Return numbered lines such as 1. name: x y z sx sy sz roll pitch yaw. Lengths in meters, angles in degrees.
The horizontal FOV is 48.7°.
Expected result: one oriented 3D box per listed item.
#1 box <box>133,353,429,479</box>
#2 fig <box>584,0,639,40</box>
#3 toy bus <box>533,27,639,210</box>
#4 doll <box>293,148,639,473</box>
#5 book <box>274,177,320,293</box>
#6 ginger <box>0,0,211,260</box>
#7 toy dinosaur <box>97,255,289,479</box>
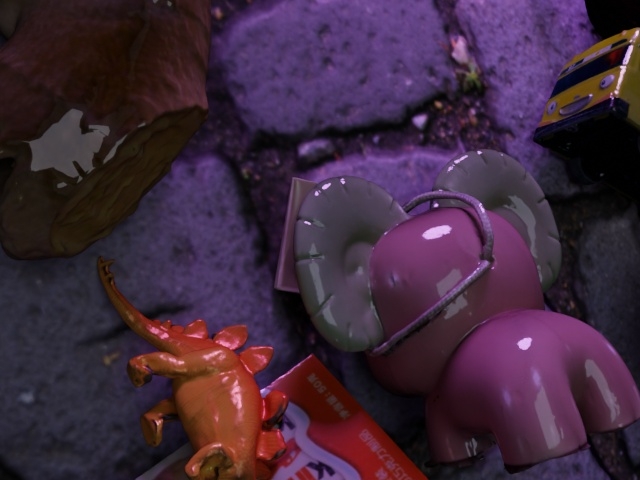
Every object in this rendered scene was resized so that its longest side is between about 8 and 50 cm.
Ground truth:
1. box: -0.019 0.256 0.533 0.265 0.048 0.273 -32 63 -29
2. fig: 0.366 -0.304 0.800 0.249 0.186 0.204 1 100 -16
3. toy bus: 0.386 -0.120 0.806 0.262 0.128 0.150 26 71 -20
4. doll: 0.128 0.048 0.623 0.284 0.216 0.268 -15 81 -28
5. book: 0.000 0.000 0.680 0.077 0.014 0.111 13 77 -21
6. ginger: -0.201 -0.122 0.554 0.275 0.130 0.221 -38 87 -22
7. toy dinosaur: -0.087 0.119 0.565 0.117 0.070 0.288 -14 57 -32
